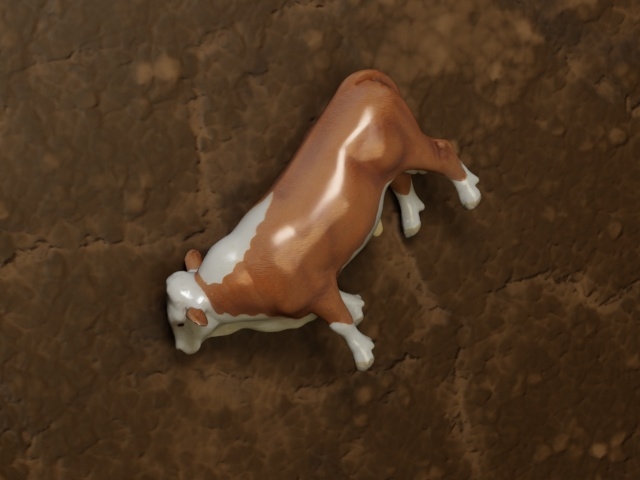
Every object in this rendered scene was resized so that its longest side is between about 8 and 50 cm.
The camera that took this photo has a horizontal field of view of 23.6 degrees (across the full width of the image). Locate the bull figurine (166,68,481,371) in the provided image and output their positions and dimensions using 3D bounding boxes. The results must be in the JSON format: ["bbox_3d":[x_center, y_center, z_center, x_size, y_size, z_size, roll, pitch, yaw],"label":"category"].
[{"bbox_3d":[0.000,0.000,1.379,0.188,0.101,0.310,37,89,-30],"label":"bull figurine"}]
